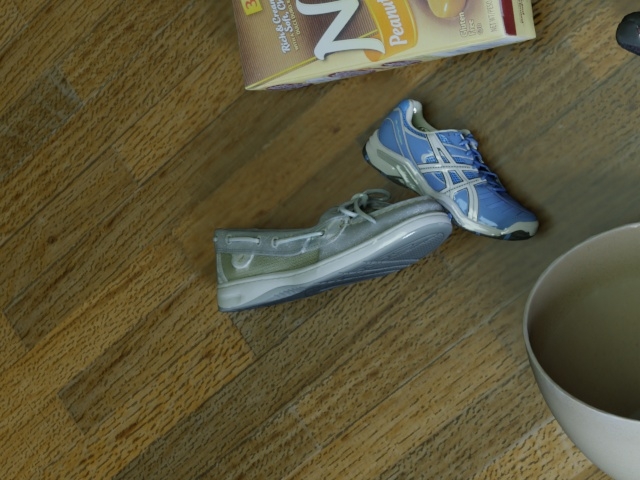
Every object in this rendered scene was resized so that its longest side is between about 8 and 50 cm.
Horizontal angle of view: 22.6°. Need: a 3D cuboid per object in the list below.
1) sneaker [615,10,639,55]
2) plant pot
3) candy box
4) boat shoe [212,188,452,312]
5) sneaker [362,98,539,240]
[{"bbox_3d":[0.433,-0.249,1.554,0.281,0.106,0.162,4,89,14],"label":"sneaker"},{"bbox_3d":[0.346,0.138,1.541,0.284,0.284,0.191,7,133,23],"label":"plant pot"},{"bbox_3d":[0.057,-0.274,1.696,0.317,0.087,0.182,-8,89,30],"label":"candy box"},{"bbox_3d":[0.001,0.000,1.716,0.320,0.118,0.103,-19,81,45],"label":"boat shoe"},{"bbox_3d":[0.143,-0.071,1.692,0.211,0.080,0.081,34,109,17],"label":"sneaker"}]
